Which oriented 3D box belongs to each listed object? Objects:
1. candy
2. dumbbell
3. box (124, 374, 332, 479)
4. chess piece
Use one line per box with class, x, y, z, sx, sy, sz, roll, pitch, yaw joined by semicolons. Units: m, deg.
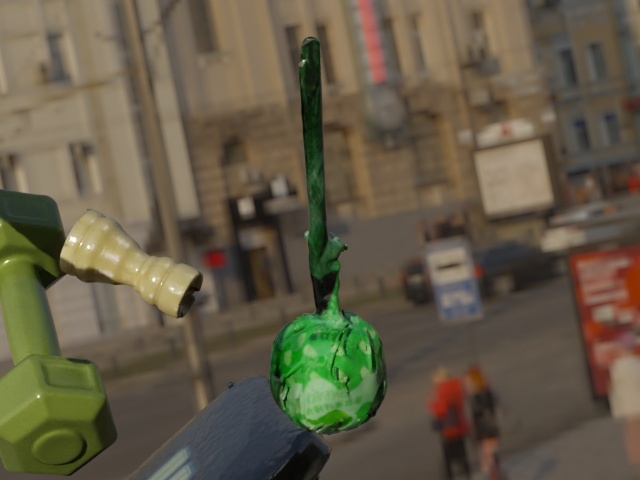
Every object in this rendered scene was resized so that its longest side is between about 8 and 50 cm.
candy;0.003;0.000;1.521;0.097;0.323;0.097;-3;20;1
dumbbell;-0.271;0.082;1.825;0.121;0.302;0.108;6;-50;-27
box;-0.152;0.319;2.266;0.359;0.091;0.350;-45;15;-2
chess piece;-0.169;0.023;1.775;0.122;0.066;0.066;24;8;11
